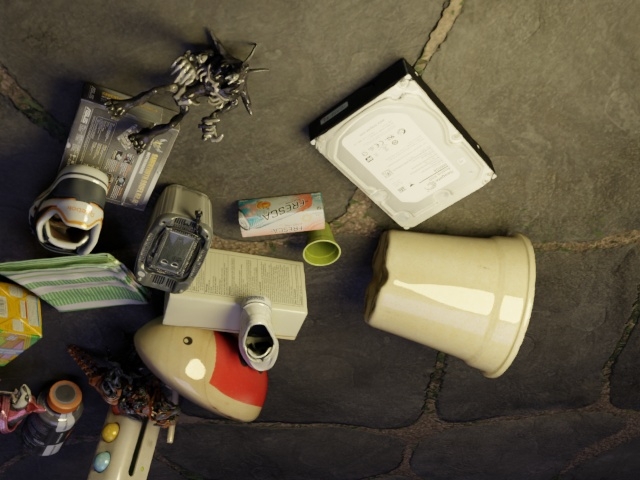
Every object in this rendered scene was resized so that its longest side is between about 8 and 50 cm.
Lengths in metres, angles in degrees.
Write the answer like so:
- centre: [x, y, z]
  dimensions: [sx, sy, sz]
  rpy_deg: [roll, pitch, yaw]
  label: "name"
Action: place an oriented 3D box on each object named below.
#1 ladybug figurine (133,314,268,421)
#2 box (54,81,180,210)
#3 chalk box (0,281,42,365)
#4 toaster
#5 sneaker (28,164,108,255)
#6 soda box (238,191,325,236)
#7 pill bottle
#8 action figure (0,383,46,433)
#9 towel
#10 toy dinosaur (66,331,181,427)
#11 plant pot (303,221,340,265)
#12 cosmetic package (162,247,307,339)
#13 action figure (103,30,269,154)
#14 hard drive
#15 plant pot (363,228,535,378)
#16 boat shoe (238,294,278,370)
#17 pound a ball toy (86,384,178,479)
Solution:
- centre: [-0.265, 0.298, 1.736]
  dimensions: [0.162, 0.305, 0.449]
  rpy_deg: [-50, 147, -5]
  label: "ladybug figurine"
- centre: [-0.391, -0.173, 1.360]
  dimensions: [0.183, 0.056, 0.231]
  rpy_deg: [15, 133, -22]
  label: "box"
- centre: [-0.763, 0.204, 1.640]
  dimensions: [0.213, 0.132, 0.132]
  rpy_deg: [-33, 148, 27]
  label: "chalk box"
- centre: [-0.296, -0.014, 1.456]
  dimensions: [0.129, 0.146, 0.227]
  rpy_deg: [17, 122, -19]
  label: "toaster"
- centre: [-0.507, -0.028, 1.390]
  dimensions: [0.126, 0.128, 0.321]
  rpy_deg: [15, 153, -24]
  label: "sneaker"
- centre: [-0.083, -0.055, 1.522]
  dimensions: [0.183, 0.058, 0.063]
  rpy_deg: [-6, 137, -1]
  label: "soda box"
- centre: [-0.737, 0.485, 1.962]
  dimensions: [0.130, 0.130, 0.246]
  rpy_deg: [18, 132, -24]
  label: "pill bottle"
- centre: [-0.889, 0.433, 1.805]
  dimensions: [0.370, 0.276, 0.248]
  rpy_deg: [0, 132, 13]
  label: "action figure"
- centre: [-0.524, 0.098, 1.557]
  dimensions: [0.247, 0.038, 0.325]
  rpy_deg: [-5, 162, 0]
  label: "towel"
- centre: [-0.504, 0.364, 1.818]
  dimensions: [0.321, 0.164, 0.218]
  rpy_deg: [18, 121, -15]
  label: "toy dinosaur"
- centre: [0.000, 0.000, 1.575]
  dimensions: [0.083, 0.079, 0.083]
  rpy_deg: [-3, 136, -3]
  label: "plant pot"
- centre: [-0.195, 0.118, 1.620]
  dimensions: [0.309, 0.160, 0.113]
  rpy_deg: [9, 135, -15]
  label: "cosmetic package"
- centre: [-0.216, -0.245, 1.218]
  dimensions: [0.275, 0.141, 0.164]
  rpy_deg: [-27, 117, 2]
  label: "action figure"
- centre: [0.170, -0.176, 1.423]
  dimensions: [0.236, 0.064, 0.339]
  rpy_deg: [-31, 133, 24]
  label: "hard drive"
- centre: [0.268, 0.110, 1.588]
  dimensions: [0.305, 0.334, 0.334]
  rpy_deg: [13, 135, -4]
  label: "plant pot"
- centre: [-0.141, 0.228, 1.567]
  dimensions: [0.095, 0.084, 0.258]
  rpy_deg: [-6, 138, 0]
  label: "boat shoe"
- centre: [-0.500, 0.509, 1.916]
  dimensions: [0.208, 0.319, 0.136]
  rpy_deg: [-15, 139, 31]
  label: "pound a ball toy"
